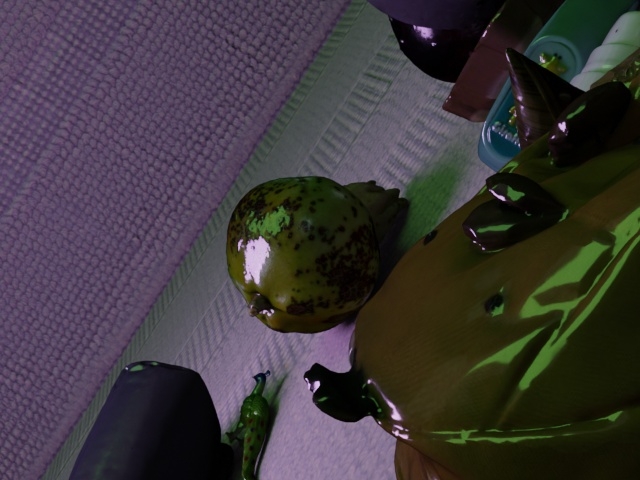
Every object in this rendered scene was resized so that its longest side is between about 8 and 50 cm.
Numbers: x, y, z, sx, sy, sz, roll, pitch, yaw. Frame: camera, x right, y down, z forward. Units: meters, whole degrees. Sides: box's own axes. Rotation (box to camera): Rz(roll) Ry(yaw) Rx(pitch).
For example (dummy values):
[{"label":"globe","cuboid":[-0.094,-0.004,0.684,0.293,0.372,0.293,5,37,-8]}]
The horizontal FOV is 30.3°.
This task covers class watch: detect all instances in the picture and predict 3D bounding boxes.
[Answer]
[{"label":"watch","cuboid":[0.233,-0.156,1.189,0.195,0.068,0.237,-36,-24,-59]},{"label":"watch","cuboid":[0.158,-0.361,1.316,0.335,0.327,0.314,-52,-6,-21]}]

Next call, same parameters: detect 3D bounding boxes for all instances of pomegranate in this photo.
[{"label":"pomegranate","cuboid":[0.009,0.015,1.565,0.222,0.277,0.204,-29,70,54]}]

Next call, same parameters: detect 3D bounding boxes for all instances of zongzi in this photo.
[{"label":"zongzi","cuboid":[0.227,-0.094,0.881,0.187,0.184,0.084,-30,28,-20]}]

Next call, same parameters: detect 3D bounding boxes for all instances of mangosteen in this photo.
[{"label":"mangosteen","cuboid":[0.211,-0.327,1.575,0.250,0.211,0.211,-25,16,1]}]

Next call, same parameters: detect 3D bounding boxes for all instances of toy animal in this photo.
[{"label":"toy animal","cuboid":[-0.101,0.272,1.617,0.075,0.041,0.217,-47,21,33]}]

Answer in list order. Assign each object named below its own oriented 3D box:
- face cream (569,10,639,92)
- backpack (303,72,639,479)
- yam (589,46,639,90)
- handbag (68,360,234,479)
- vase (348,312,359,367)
[{"label":"face cream","cuboid":[0.228,-0.048,1.024,0.345,0.102,0.102,-62,14,-14]},{"label":"backpack","cuboid":[0.181,0.027,0.673,0.378,0.201,0.353,-34,12,0]},{"label":"yam","cuboid":[0.336,-0.198,0.942,0.300,0.066,0.066,-44,15,6]},{"label":"handbag","cuboid":[-0.225,0.360,1.638,0.275,0.178,0.302,73,-153,-44]},{"label":"vase","cuboid":[0.060,0.114,1.365,0.053,0.053,0.100,-53,9,19]}]
